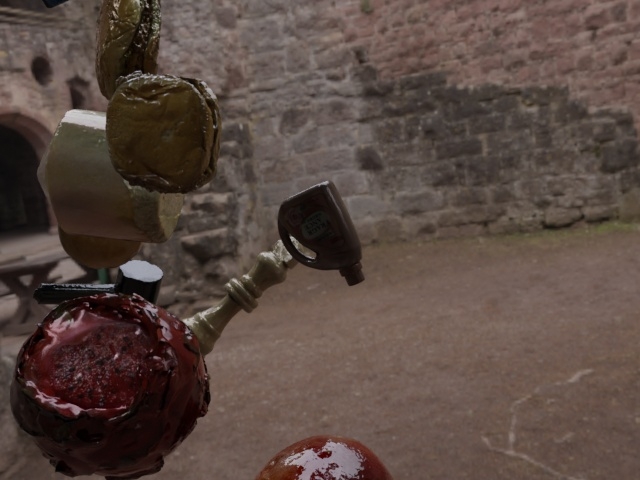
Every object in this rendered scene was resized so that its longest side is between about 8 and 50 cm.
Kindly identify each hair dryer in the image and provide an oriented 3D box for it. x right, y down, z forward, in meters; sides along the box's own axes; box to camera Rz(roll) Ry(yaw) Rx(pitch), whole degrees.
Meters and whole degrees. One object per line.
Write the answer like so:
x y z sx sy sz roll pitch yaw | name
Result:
-0.559 0.174 1.726 0.302 0.244 0.116 5 23 -33 | hair dryer

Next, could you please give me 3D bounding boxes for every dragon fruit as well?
-0.323 0.231 1.112 0.296 0.301 0.295 -13 47 14 | dragon fruit

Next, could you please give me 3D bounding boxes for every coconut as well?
-0.373 -0.111 1.230 0.244 0.239 0.239 8 8 3 | coconut

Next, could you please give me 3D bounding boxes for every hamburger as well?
-0.456 -0.458 1.640 0.145 0.283 0.259 1 -30 -27 | hamburger
-0.189 -0.130 0.843 0.138 0.147 0.083 4 6 11 | hamburger

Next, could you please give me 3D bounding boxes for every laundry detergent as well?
0.000 0.000 1.568 0.171 0.237 0.076 -22 5 26 | laundry detergent

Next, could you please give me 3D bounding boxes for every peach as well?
-0.004 0.584 1.379 0.406 0.335 0.310 -43 -1 -28 | peach

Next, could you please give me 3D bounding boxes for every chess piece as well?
-0.202 0.136 1.792 0.397 0.117 0.117 -43 11 -4 | chess piece

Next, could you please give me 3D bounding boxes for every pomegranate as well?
-0.470 -0.021 1.516 0.196 0.196 0.196 -8 7 1 | pomegranate

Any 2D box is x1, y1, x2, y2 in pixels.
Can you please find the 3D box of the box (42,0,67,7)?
-0.282 -0.461 0.922 0.279 0.116 0.261 -27 54 -7 | box
